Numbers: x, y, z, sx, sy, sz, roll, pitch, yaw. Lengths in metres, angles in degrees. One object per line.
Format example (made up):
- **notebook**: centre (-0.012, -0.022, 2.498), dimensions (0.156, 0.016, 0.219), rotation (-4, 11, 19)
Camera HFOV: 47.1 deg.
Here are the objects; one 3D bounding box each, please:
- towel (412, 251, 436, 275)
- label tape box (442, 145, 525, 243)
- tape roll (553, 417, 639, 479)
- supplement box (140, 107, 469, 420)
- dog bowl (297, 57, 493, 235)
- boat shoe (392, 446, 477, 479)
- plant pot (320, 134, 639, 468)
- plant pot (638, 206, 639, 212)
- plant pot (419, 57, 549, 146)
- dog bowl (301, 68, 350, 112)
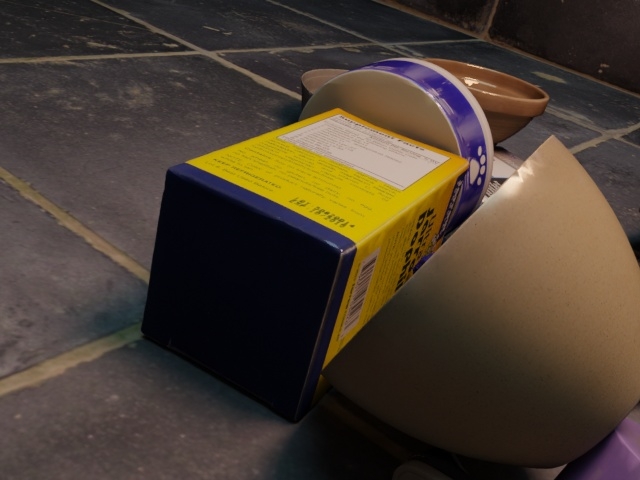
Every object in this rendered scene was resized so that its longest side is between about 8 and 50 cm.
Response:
- **towel**: centre (0.271, 0.098, 0.873), dimensions (0.308, 0.076, 0.227), rotation (-4, 48, -38)
- **label tape box**: centre (0.313, -0.071, 1.225), dimensions (0.334, 0.106, 0.240), rotation (0, 29, -28)
- **tape roll**: centre (0.281, 0.230, 0.575), dimensions (0.189, 0.080, 0.189), rotation (33, 12, -8)
- **supplement box**: centre (0.000, 0.000, 0.823), dimensions (0.194, 0.195, 0.356), rotation (26, 29, 20)
- **dog bowl**: centre (0.096, -0.112, 1.015), dimensions (0.265, 0.265, 0.104), rotation (27, 31, 23)
- **boat shoe**: centre (0.157, 0.231, 0.590), dimensions (0.206, 0.075, 0.065), rotation (27, 31, 32)
- **plant pot**: centre (0.165, 0.080, 0.629), dimensions (0.191, 0.284, 0.284), rotation (45, 32, 7)
- **plant pot**: centre (0.720, -0.066, 1.224), dimensions (0.291, 0.203, 0.291), rotation (30, 7, -4)
- **plant pot**: centre (0.268, -0.235, 1.292), dimensions (0.237, 0.110, 0.237), rotation (12, 25, -6)
- **dog bowl**: centre (0.120, -0.234, 1.454), dimensions (0.349, 0.102, 0.349), rotation (13, 26, -6)
